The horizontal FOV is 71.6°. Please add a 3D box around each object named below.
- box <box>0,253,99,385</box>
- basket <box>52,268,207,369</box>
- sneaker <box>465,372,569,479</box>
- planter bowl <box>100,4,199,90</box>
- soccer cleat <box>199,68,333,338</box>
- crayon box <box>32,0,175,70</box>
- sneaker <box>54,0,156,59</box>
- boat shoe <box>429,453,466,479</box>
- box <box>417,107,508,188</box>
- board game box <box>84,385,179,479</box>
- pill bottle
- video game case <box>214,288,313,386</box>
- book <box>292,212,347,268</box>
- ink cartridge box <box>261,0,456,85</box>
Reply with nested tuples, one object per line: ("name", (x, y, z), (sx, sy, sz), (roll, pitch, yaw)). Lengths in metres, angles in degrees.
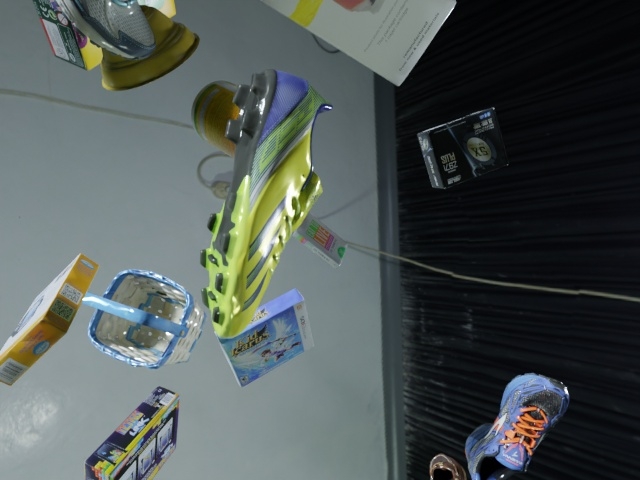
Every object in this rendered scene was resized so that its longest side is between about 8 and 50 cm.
("box", (-0.272, 0.070, 0.449), (0.081, 0.136, 0.028), (-41, 116, 11))
("basket", (-0.408, 0.164, 0.981), (0.289, 0.254, 0.201), (53, 55, -69))
("sneaker", (0.283, 0.284, 0.636), (0.087, 0.083, 0.221), (-49, 160, -61))
("planter bowl", (-0.356, -0.393, 0.868), (0.217, 0.217, 0.090), (-53, 143, -24))
("soccer cleat", (-0.051, -0.034, 0.476), (0.121, 0.093, 0.289), (12, 89, -30))
("crayon box", (-0.459, -0.599, 0.919), (0.106, 0.363, 0.313), (25, 55, 9))
("sneaker", (-0.305, -0.383, 0.585), (0.283, 0.122, 0.110), (59, 30, -32))
("boat shoe", (0.274, 0.516, 0.958), (0.073, 0.207, 0.073), (43, 89, -1))
("box", (0.355, -0.229, 1.111), (0.180, 0.077, 0.147), (-20, 102, -5))
("board game box", (-0.301, 0.349, 0.725), (0.170, 0.048, 0.141), (-48, 155, -62))
("pill bottle", (-0.137, -0.220, 0.887), (0.136, 0.245, 0.136), (-32, 140, -32))
("video game case", (-0.160, 0.302, 1.358), (0.269, 0.061, 0.244), (-27, 135, -18))
("book", (0.000, 0.000, 1.175), (0.144, 0.035, 0.096), (37, 37, -11))
("ink cartridge box", (-0.021, -0.439, 0.696), (0.384, 0.279, 0.160), (14, 123, -39))
